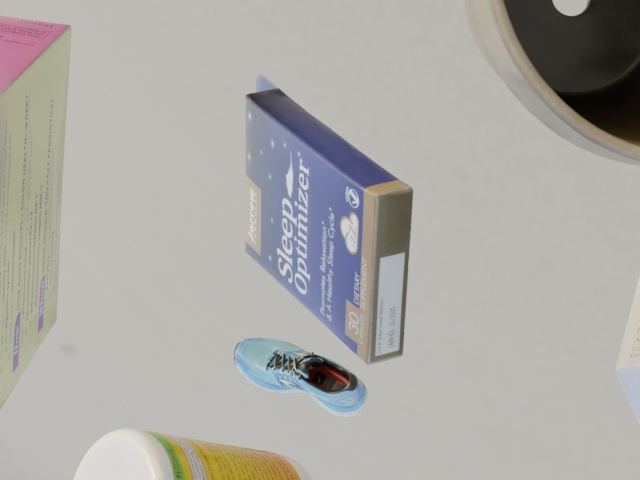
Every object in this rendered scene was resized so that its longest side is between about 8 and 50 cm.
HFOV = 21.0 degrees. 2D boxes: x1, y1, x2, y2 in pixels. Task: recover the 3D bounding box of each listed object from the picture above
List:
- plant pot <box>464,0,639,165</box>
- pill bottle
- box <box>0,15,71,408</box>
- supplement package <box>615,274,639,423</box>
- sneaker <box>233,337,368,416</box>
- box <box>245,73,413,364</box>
[{"bbox_3d":[0.242,-0.210,1.380,0.323,0.323,0.280,46,171,-8],"label":"plant pot"},{"bbox_3d":[-0.085,0.247,1.510,0.246,0.136,0.136,16,-178,-40],"label":"pill bottle"},{"bbox_3d":[-0.239,-0.005,1.032,0.117,0.243,0.213,8,113,4],"label":"box"},{"bbox_3d":[0.391,0.074,1.449,0.199,0.262,0.198,-9,126,30],"label":"supplement package"},{"bbox_3d":[-0.022,0.142,1.962,0.162,0.063,0.073,18,157,12],"label":"sneaker"},{"bbox_3d":[-0.008,-0.021,1.268,0.225,0.037,0.136,42,138,50],"label":"box"}]
